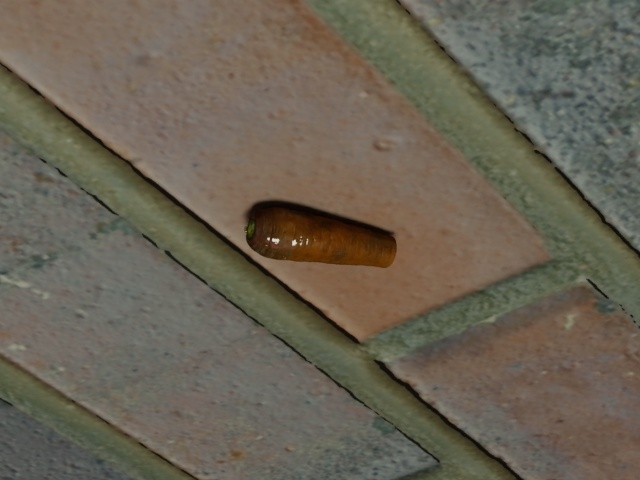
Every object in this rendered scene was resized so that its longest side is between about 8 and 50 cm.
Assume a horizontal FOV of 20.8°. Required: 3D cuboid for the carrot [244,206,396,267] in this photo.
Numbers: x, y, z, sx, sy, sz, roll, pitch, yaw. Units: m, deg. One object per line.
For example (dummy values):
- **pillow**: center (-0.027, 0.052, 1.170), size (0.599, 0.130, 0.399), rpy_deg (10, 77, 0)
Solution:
- **carrot**: center (0.000, 0.000, 1.040), size (0.093, 0.032, 0.032), rpy_deg (11, 141, -22)
